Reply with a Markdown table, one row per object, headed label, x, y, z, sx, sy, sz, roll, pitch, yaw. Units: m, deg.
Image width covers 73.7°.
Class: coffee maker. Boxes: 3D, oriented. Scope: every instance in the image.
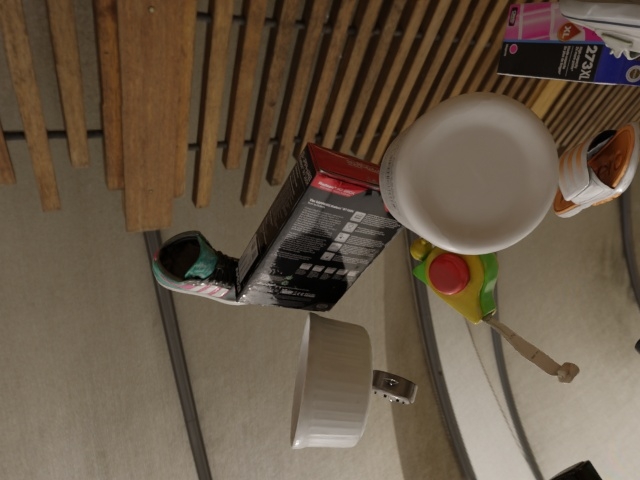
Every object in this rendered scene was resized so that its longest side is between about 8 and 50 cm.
| label | x | y | z | sx | sy | sz | roll | pitch | yaw |
| --- | --- | --- | --- | --- | --- | --- | --- | --- | --- |
| coffee maker | 0.692 | 0.653 | 1.063 | 0.120 | 0.171 | 0.178 | 25 | -149 | -55 |

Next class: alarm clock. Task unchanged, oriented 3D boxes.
| label | x | y | z | sx | sy | sz | roll | pitch | yaw |
| --- | --- | --- | --- | --- | --- | --- | --- | --- | --- |
| alarm clock | 0.193 | 0.396 | 1.156 | 0.129 | 0.192 | 0.064 | 14 | -116 | 20 |

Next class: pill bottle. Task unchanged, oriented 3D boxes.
| label | x | y | z | sx | sy | sz | roll | pitch | yaw |
| --- | --- | --- | --- | --- | --- | --- | --- | --- | --- |
| pill bottle | 0.130 | -0.066 | 0.447 | 0.131 | 0.131 | 0.229 | 21 | -172 | -1 |

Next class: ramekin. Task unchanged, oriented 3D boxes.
| label | x | y | z | sx | sy | sz | roll | pitch | yaw |
| --- | --- | --- | --- | --- | --- | --- | --- | --- | --- |
| ramekin | 0.020 | 0.301 | 0.915 | 0.135 | 0.277 | 0.277 | 9 | -136 | -5 |

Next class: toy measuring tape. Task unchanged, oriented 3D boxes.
| label | x | y | z | sx | sy | sz | roll | pitch | yaw |
| --- | --- | --- | --- | --- | --- | --- | --- | --- | --- |
| toy measuring tape | 0.284 | 0.082 | 0.704 | 0.121 | 0.121 | 0.330 | -21 | -133 | -37 |

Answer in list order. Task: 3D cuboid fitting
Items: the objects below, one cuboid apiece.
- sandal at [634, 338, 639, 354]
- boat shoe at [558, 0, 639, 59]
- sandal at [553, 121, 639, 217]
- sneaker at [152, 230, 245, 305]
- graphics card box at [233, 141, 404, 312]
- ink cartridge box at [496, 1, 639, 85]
| label | x | y | z | sx | sy | sz | roll | pitch | yaw |
| --- | --- | --- | --- | --- | --- | --- | --- | --- | --- |
| sandal | 0.675 | 0.225 | 0.812 | 0.254 | 0.097 | 0.054 | 40 | -161 | -27 |
| boat shoe | 0.377 | -0.257 | 0.515 | 0.083 | 0.076 | 0.226 | -21 | -143 | -3 |
| sandal | 0.433 | -0.103 | 0.722 | 0.076 | 0.265 | 0.102 | 10 | -106 | 7 |
| sneaker | -0.232 | 0.059 | 0.943 | 0.295 | 0.178 | 0.124 | 7 | -111 | -5 |
| graphics card box | 0.000 | 0.000 | 0.843 | 0.233 | 0.371 | 0.094 | 10 | -137 | -29 |
| ink cartridge box | 0.613 | -0.484 | 1.041 | 0.069 | 0.176 | 0.371 | -11 | -152 | -29 |
